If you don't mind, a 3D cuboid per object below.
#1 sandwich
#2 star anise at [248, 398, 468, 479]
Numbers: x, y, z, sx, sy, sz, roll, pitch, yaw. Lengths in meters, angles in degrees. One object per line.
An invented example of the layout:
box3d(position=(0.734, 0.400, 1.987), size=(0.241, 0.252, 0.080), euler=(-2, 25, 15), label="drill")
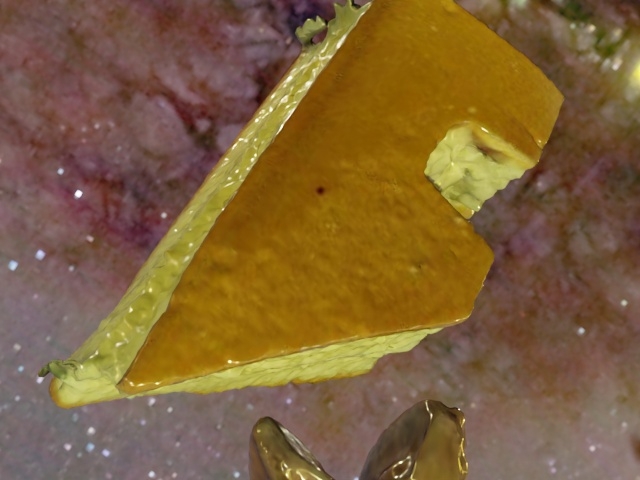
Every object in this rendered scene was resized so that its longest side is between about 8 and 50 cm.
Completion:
box3d(position=(0.000, 0.000, 0.439), size=(0.128, 0.122, 0.235), euler=(37, -120, -8), label="sandwich")
box3d(position=(0.034, 0.255, 0.653), size=(0.315, 0.315, 0.108), euler=(36, 170, -5), label="star anise")
